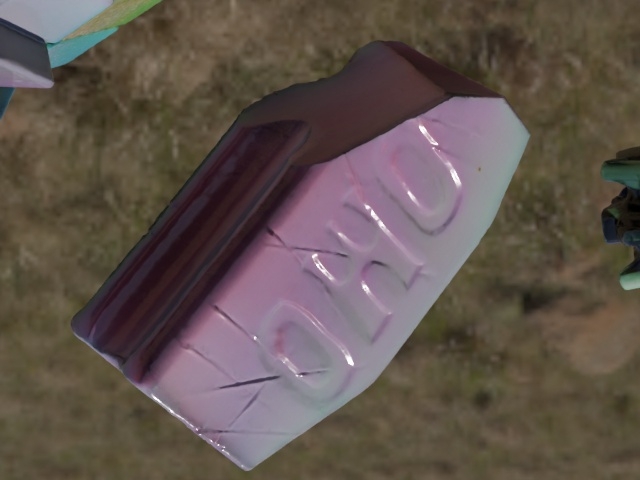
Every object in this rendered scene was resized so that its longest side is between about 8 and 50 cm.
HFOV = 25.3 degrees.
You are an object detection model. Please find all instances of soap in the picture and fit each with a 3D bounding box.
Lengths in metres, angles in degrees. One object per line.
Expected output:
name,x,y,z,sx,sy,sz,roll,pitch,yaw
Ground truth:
soap,0.000,0.000,1.017,0.109,0.324,0.193,28,166,45

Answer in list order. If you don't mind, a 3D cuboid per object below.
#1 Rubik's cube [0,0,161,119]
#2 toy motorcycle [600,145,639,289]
Rubik's cube,-0.344,-0.299,1.428,0.387,0.358,0.368,-12,156,-4
toy motorcycle,0.423,-0.042,1.290,0.331,0.125,0.196,-9,-171,17
